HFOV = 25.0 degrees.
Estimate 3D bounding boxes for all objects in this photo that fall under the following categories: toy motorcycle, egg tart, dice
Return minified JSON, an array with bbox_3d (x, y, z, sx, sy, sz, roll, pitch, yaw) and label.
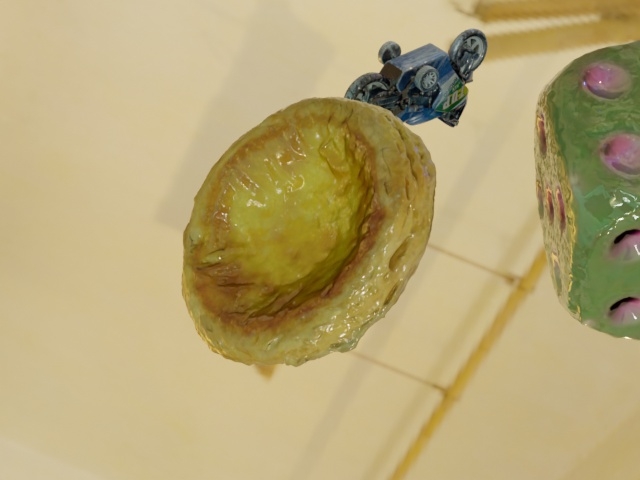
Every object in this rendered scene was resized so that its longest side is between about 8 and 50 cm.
[{"bbox_3d":[0.125,-0.193,1.932,0.254,0.092,0.135,-25,134,-28],"label":"toy motorcycle"},{"bbox_3d":[0.000,0.000,1.483,0.319,0.128,0.319,-21,-126,32],"label":"egg tart"},{"bbox_3d":[0.474,-0.066,2.005,0.318,0.322,0.330,81,1,-50],"label":"dice"}]
